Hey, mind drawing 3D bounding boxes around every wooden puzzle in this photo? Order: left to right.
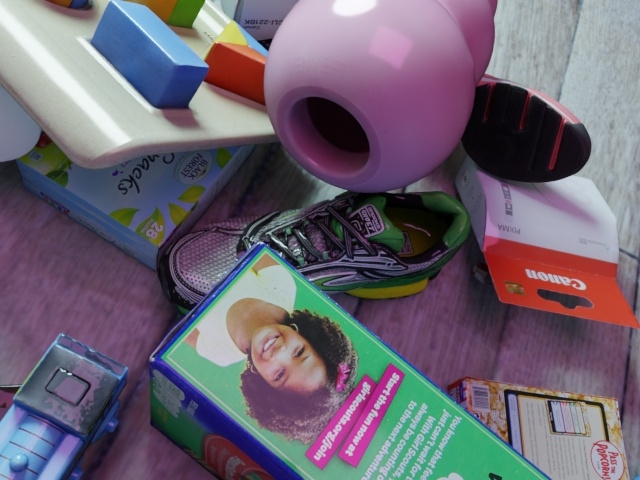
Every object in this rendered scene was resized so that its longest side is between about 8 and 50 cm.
[{"bbox_3d":[-0.179,-0.220,0.630,0.322,0.080,0.347,45,32,12],"label":"wooden puzzle"}]

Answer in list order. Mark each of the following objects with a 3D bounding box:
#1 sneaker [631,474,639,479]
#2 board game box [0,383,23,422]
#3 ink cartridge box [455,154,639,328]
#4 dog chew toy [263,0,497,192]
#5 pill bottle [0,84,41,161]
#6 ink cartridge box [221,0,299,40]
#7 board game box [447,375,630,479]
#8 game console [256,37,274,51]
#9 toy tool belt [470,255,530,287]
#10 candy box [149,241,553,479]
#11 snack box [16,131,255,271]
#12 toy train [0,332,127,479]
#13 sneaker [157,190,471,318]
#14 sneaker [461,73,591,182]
[{"bbox_3d":[0.430,0.260,0.717,0.209,0.069,0.082,-10,34,-13],"label":"sneaker"},{"bbox_3d":[-0.347,0.192,0.520,0.259,0.030,0.136,2,65,-17],"label":"board game box"},{"bbox_3d":[0.281,-0.010,0.761,0.188,0.066,0.232,11,35,-12],"label":"ink cartridge box"},{"bbox_3d":[0.086,-0.203,0.650,0.206,0.207,0.332,35,57,2],"label":"dog chew toy"},{"bbox_3d":[-0.320,-0.179,0.629,0.121,0.121,0.216,0,43,-17],"label":"pill bottle"},{"bbox_3d":[-0.051,-0.425,0.880,0.196,0.114,0.273,-7,67,-21],"label":"ink cartridge box"},{"bbox_3d":[0.237,0.235,0.671,0.193,0.045,0.147,11,61,-12],"label":"board game box"},{"bbox_3d":[-0.098,-0.229,0.786,0.107,0.071,0.122,-3,59,20],"label":"game console"},{"bbox_3d":[0.233,0.034,0.766,0.083,0.051,0.052,22,23,-7],"label":"toy tool belt"},{"bbox_3d":[0.018,0.184,0.498,0.317,0.268,0.122,37,62,4],"label":"candy box"},{"bbox_3d":[-0.192,-0.097,0.693,0.174,0.070,0.207,33,60,1],"label":"snack box"},{"bbox_3d":[-0.225,0.167,0.493,0.080,0.105,0.184,29,59,-1],"label":"toy train"},{"bbox_3d":[0.000,0.000,0.659,0.343,0.146,0.134,-12,68,-22],"label":"sneaker"},{"bbox_3d":[0.202,-0.183,0.803,0.313,0.116,0.136,26,41,20],"label":"sneaker"}]
